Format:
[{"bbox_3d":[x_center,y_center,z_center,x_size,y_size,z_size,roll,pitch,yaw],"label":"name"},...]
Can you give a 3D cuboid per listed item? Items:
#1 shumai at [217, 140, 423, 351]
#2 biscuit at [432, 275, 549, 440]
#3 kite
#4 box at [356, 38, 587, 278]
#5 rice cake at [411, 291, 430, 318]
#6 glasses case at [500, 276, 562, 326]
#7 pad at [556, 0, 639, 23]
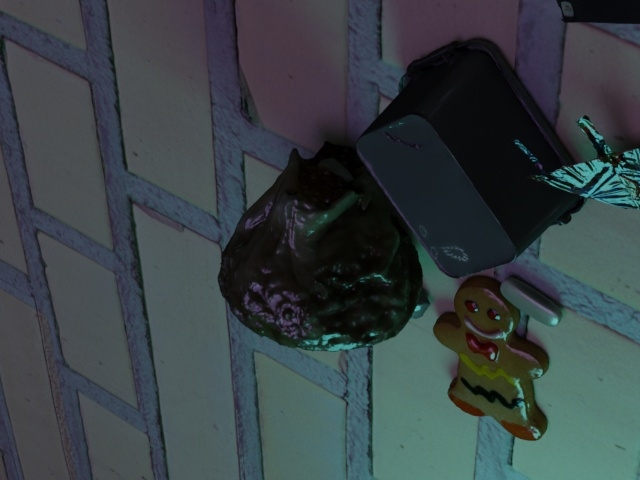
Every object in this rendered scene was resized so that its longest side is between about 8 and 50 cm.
[{"bbox_3d":[0.000,0.002,1.880,0.255,0.189,0.218,1,115,0],"label":"shumai"},{"bbox_3d":[0.213,0.149,1.954,0.165,0.036,0.250,21,138,30],"label":"biscuit"},{"bbox_3d":[0.304,-0.077,1.602,0.182,0.010,0.160,-15,135,29],"label":"kite"},{"bbox_3d":[0.160,-0.081,1.690,0.163,0.135,0.243,-19,110,52],"label":"box"},{"bbox_3d":[0.054,0.038,2.011,0.206,0.036,0.047,33,155,18],"label":"rice cake"},{"bbox_3d":[0.253,0.074,1.847,0.083,0.021,0.032,34,144,17],"label":"glasses case"},{"bbox_3d":[0.301,-0.258,1.478,0.193,0.004,0.116,9,131,41],"label":"pad"}]
